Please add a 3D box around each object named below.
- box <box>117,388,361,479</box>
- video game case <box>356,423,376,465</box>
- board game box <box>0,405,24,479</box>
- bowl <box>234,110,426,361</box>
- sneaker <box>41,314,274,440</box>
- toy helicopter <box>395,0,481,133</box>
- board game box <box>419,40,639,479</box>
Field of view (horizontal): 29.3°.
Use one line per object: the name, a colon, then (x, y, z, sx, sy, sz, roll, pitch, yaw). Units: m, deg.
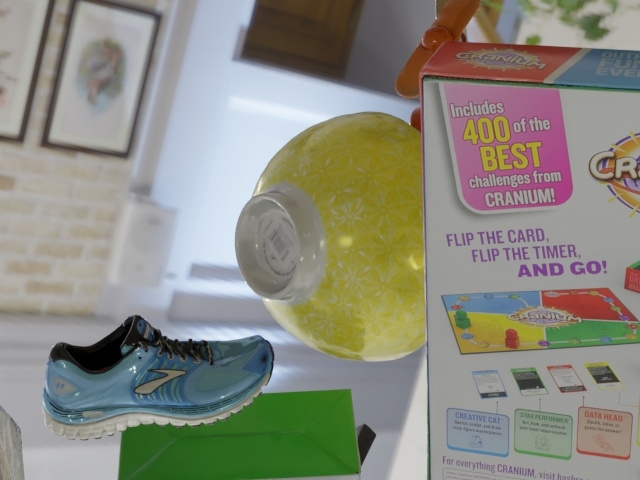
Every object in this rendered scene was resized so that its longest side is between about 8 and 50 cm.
box: (-0.087, 0.296, 1.403, 0.262, 0.231, 0.126, -3, -136, -1)
video game case: (-0.053, 0.415, 1.858, 0.035, 0.275, 0.248, 45, -137, -12)
board game box: (-0.285, 0.276, 1.093, 0.030, 0.259, 0.136, -9, 156, -6)
bowl: (0.000, 0.000, 1.353, 0.156, 0.289, 0.289, -5, -160, -40)
sneaker: (-0.109, 0.086, 0.831, 0.162, 0.073, 0.063, -9, -156, -17)
toy helicopter: (0.173, -0.281, 1.679, 0.140, 0.355, 0.235, -5, 171, 20)
board game box: (0.188, 0.039, 0.775, 0.242, 0.316, 0.064, 6, -152, 17)
